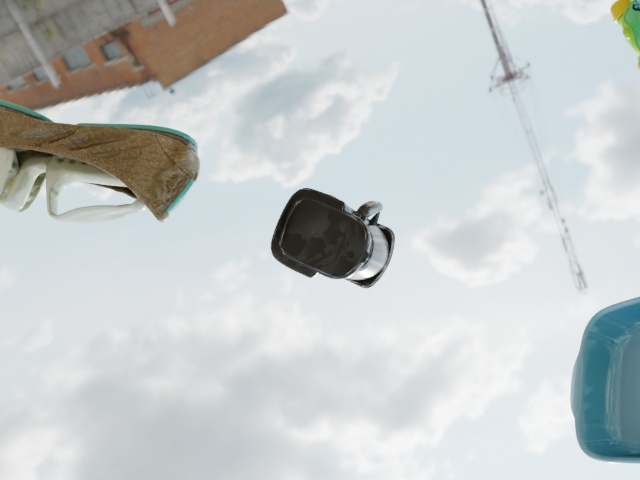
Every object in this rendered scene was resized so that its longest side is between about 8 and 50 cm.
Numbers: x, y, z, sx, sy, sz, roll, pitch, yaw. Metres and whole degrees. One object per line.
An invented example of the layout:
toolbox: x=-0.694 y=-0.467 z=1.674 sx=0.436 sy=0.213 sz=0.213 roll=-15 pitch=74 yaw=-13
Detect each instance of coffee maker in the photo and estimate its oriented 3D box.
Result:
coffee maker: x=0.000 y=0.000 z=1.024 sx=0.171 sy=0.120 sz=0.178 roll=0 pitch=174 yaw=16

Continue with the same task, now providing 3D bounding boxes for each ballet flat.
ballet flat: x=-0.304 y=-0.085 z=0.888 sx=0.342 sy=0.116 sz=0.124 roll=12 pitch=-105 yaw=15

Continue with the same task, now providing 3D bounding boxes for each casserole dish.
casserole dish: x=0.230 y=0.095 z=0.515 sx=0.188 sy=0.037 sz=0.114 roll=130 pitch=-28 yaw=-71

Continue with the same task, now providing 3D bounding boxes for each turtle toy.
turtle toy: x=0.372 y=-0.230 z=0.791 sx=0.130 sy=0.095 sz=0.066 roll=-15 pitch=162 yaw=-12
